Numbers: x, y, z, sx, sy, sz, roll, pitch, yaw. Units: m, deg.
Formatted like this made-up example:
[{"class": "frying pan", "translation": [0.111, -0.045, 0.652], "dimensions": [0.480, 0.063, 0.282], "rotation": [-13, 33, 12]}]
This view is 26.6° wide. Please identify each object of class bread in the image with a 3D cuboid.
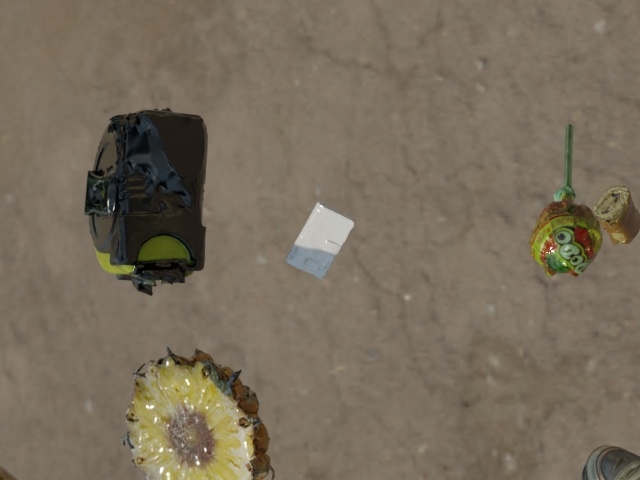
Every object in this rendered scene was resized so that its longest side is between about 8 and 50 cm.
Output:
[{"class": "bread", "translation": [0.318, -0.027, 1.449], "dimensions": [0.036, 0.083, 0.047], "rotation": [32, 85, 30]}]

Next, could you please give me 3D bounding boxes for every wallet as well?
[{"class": "wallet", "translation": [0.000, 0.000, 1.325], "dimensions": [0.083, 0.044, 0.011], "rotation": [-60, 3, 36]}]

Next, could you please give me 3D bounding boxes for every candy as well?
[{"class": "candy", "translation": [0.207, -0.043, 1.135], "dimensions": [0.060, 0.060, 0.201], "rotation": [-59, 9, 36]}]

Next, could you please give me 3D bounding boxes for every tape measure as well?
[{"class": "tape measure", "translation": [-0.191, -0.042, 1.447], "dimensions": [0.186, 0.112, 0.199], "rotation": [171, 105, -69]}]

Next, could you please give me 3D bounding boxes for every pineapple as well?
[{"class": "pineapple", "translation": [-0.132, 0.211, 1.499], "dimensions": [0.221, 0.047, 0.221], "rotation": [10, 107, 35]}]

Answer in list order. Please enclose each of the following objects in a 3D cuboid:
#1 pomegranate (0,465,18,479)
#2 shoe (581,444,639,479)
[{"class": "pomegranate", "translation": [-0.348, 0.294, 1.196], "dimensions": [0.215, 0.215, 0.215], "rotation": [1, 92, 55]}, {"class": "shoe", "translation": [0.352, 0.285, 1.452], "dimensions": [0.180, 0.089, 0.092], "rotation": [50, 159, 30]}]
